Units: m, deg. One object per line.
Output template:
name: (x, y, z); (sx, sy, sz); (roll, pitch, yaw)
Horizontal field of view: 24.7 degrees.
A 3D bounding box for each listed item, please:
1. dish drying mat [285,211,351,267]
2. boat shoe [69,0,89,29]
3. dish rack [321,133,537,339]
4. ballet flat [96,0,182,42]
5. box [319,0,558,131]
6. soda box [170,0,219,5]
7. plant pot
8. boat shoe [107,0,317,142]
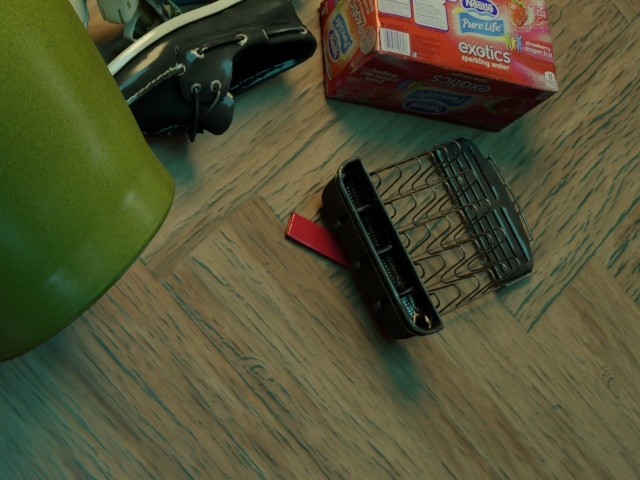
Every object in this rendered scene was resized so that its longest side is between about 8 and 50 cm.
dish drying mat: (0.000, 0.000, 1.600); (0.083, 0.008, 0.032); (28, 57, -18)
boat shoe: (-0.283, -0.298, 1.486); (0.099, 0.116, 0.320); (0, 60, 7)
dish rack: (0.138, -0.016, 1.652); (0.271, 0.074, 0.208); (-22, 84, -38)
ballet flat: (-0.193, -0.241, 1.500); (0.188, 0.070, 0.070); (36, 43, -64)
box: (0.138, -0.225, 1.710); (0.256, 0.122, 0.128); (8, 67, -29)
soda box: (-0.100, -0.311, 1.630); (0.210, 0.071, 0.067); (-12, 77, -35)
plant pot: (-0.324, -0.093, 1.259); (0.353, 0.366, 0.366); (49, 52, -20)
boat shoe: (-0.123, -0.163, 1.520); (0.113, 0.127, 0.340); (45, 43, 6)
